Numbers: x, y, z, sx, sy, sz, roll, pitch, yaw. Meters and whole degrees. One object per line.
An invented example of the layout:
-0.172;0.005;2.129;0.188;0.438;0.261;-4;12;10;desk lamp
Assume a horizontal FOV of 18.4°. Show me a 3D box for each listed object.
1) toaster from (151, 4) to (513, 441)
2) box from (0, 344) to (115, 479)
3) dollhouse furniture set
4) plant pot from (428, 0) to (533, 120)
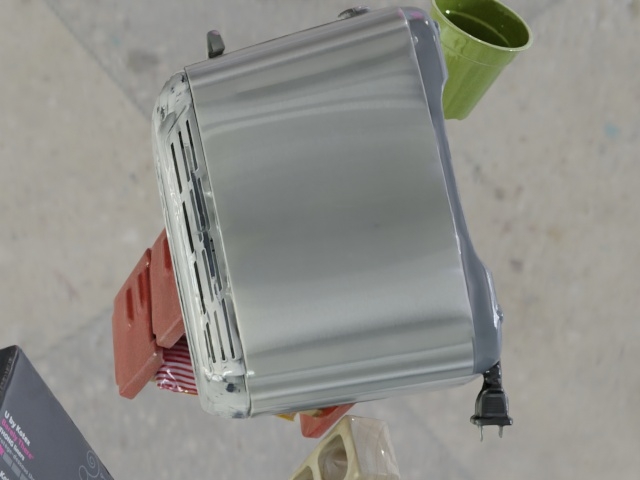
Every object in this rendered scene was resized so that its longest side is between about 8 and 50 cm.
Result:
0.000;0.000;0.980;0.146;0.129;0.227;-11;83;-6;toaster
-0.236;0.213;1.125;0.165;0.143;0.270;-16;34;22;box
-0.039;0.169;1.608;0.201;0.152;0.374;14;46;-27;dollhouse furniture set
0.103;-0.134;1.467;0.083;0.079;0.083;19;33;-13;plant pot
